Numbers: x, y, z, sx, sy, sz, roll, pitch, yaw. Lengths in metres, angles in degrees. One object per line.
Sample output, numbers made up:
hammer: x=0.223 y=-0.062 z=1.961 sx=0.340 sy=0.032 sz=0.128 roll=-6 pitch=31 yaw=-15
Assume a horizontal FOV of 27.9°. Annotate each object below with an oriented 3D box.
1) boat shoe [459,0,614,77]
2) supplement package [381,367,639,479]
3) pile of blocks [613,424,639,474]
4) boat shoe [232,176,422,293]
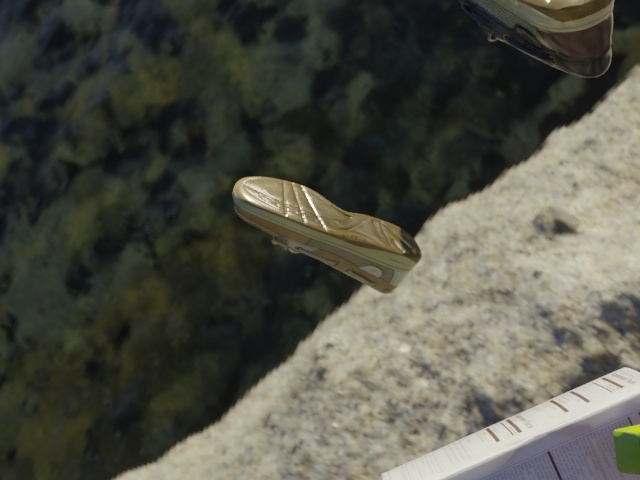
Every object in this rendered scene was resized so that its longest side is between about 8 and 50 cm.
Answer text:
boat shoe: x=0.137 y=-0.174 z=0.923 sx=0.080 sy=0.073 sz=0.223 roll=-22 pitch=31 yaw=-12
supplement package: x=0.190 y=0.221 z=1.092 sx=0.244 sy=0.134 sz=0.139 roll=-23 pitch=90 yaw=0
pile of blocks: x=0.185 y=0.025 z=0.552 sx=0.149 sy=0.113 sz=0.362 roll=-142 pitch=51 yaw=-58
boat shoe: x=0.000 y=-0.001 z=0.940 sx=0.048 sy=0.153 sz=0.056 roll=-57 pitch=30 yaw=27
